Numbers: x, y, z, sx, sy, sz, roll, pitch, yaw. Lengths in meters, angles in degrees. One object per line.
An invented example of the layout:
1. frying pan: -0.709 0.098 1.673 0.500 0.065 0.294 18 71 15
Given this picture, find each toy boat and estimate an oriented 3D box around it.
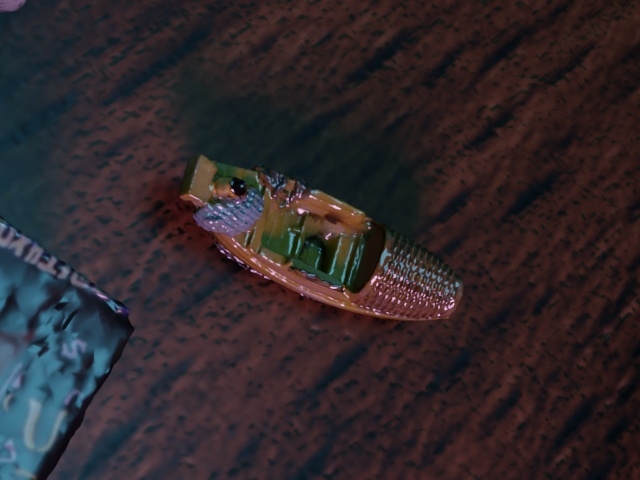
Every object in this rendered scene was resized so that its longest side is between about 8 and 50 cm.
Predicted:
1. toy boat: 0.000 0.000 0.680 0.149 0.049 0.047 26 68 -24

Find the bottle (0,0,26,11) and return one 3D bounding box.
1. bottle: -0.226 -0.167 0.559 0.270 0.083 0.083 20 70 -23

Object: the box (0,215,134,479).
1. box: -0.226 0.100 0.501 0.198 0.084 0.310 38 64 -19
